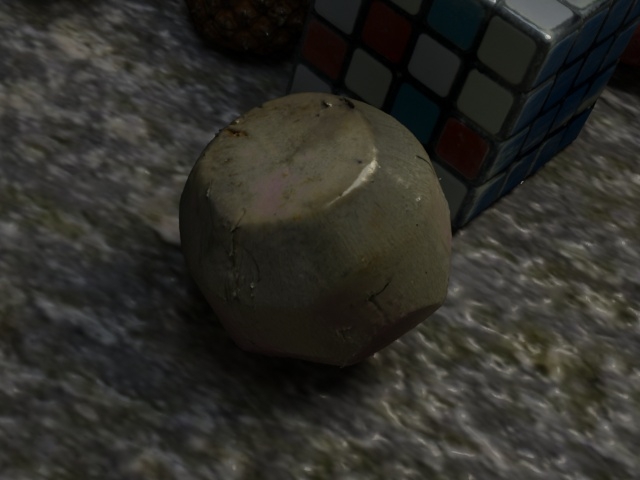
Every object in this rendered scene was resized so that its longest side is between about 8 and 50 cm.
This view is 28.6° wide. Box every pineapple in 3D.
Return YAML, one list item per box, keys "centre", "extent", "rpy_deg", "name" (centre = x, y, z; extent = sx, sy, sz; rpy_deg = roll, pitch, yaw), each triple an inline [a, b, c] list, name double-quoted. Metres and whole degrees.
- centre: [-0.046, -0.370, 1.291]
  extent: [0.166, 0.364, 0.165]
  rpy_deg: [9, 41, -8]
  name: "pineapple"

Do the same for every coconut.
- centre: [-0.002, -0.001, 1.080]
  extent: [0.227, 0.230, 0.227]
  rpy_deg: [-10, 51, 12]
  name: "coconut"

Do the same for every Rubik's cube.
- centre: [0.154, -0.216, 1.289]
  extent: [0.253, 0.256, 0.259]
  rpy_deg: [38, 48, 17]
  name: "Rubik's cube"

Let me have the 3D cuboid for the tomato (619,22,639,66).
- centre: [0.407, -0.341, 1.487]
  extent: [0.270, 0.270, 0.227]
  rpy_deg: [38, 28, 17]
  name: "tomato"
